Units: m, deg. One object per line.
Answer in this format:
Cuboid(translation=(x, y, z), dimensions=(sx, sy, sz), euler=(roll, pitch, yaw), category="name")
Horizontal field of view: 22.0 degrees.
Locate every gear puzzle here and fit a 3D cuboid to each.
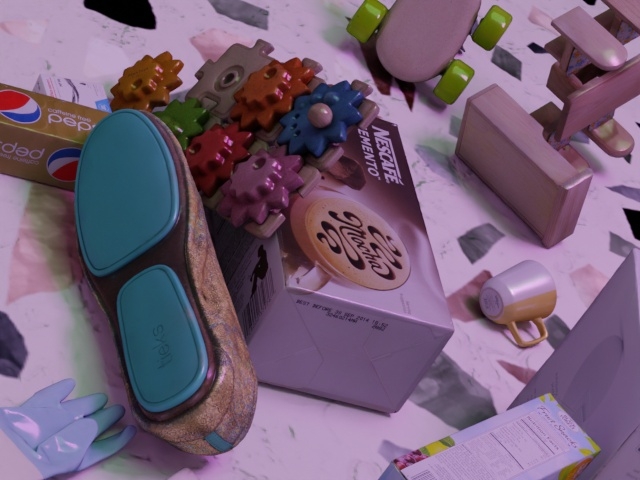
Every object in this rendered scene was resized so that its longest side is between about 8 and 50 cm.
Cuboid(translation=(-0.097, -0.124, 1.519), dimensions=(0.339, 0.175, 0.044), euler=(29, -16, 49), category="gear puzzle")

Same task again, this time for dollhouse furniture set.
Cuboid(translation=(0.300, -0.129, 1.850), dimensions=(0.242, 0.212, 0.161), euler=(-30, 62, -24), category="dollhouse furniture set")

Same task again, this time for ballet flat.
Cuboid(translation=(-0.130, 0.038, 1.388), dimensions=(0.123, 0.123, 0.348), euler=(9, 41, -29), category="ballet flat")

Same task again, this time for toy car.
Cuboid(translation=(0.130, -0.258, 1.984), dimensions=(0.155, 0.149, 0.188), euler=(35, 5, 0), category="toy car")

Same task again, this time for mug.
Cuboid(translation=(0.199, 0.061, 1.654), dimensions=(0.064, 0.062, 0.078), euler=(-15, 48, -38), category="mug")

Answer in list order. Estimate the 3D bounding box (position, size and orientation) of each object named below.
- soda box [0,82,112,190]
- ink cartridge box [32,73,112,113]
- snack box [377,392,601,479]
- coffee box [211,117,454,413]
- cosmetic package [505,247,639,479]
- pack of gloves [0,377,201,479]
Cuboid(translation=(-0.255, -0.094, 1.494), dimensions=(0.181, 0.058, 0.061), euler=(15, 38, -24), category="soda box")
Cuboid(translation=(-0.247, -0.131, 1.576), dimensions=(0.083, 0.028, 0.048), euler=(7, 40, -31), category="ink cartridge box")
Cuboid(translation=(0.097, 0.218, 1.266), dimensions=(0.207, 0.174, 0.070), euler=(-17, 57, -48), category="snack box")
Cuboid(translation=(0.000, 0.000, 1.519), dimensions=(0.168, 0.119, 0.297), euler=(16, 37, -22), category="coffee box")
Cuboid(translation=(0.270, 0.173, 1.413), dimensions=(0.138, 0.225, 0.224), euler=(27, 34, -11), category="cosmetic package")
Cuboid(translation=(-0.183, 0.198, 1.208), dimensions=(0.195, 0.046, 0.232), euler=(43, 25, 15), category="pack of gloves")
